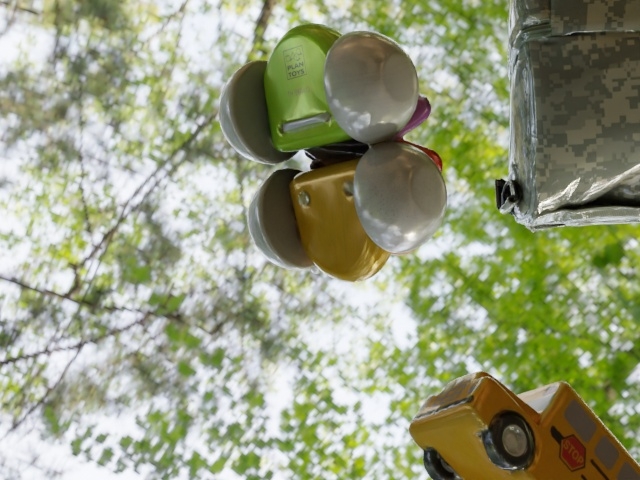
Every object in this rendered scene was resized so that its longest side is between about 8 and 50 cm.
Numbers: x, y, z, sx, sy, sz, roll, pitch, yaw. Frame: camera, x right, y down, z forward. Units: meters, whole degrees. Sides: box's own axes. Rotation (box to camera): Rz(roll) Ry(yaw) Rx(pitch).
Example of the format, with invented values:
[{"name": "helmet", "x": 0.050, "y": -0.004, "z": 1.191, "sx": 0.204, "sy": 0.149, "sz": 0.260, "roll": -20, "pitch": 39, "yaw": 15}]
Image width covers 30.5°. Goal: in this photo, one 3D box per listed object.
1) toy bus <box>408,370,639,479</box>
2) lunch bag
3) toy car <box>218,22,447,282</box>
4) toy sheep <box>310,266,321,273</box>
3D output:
[{"name": "toy bus", "x": 0.239, "y": 0.251, "z": 1.107, "sx": 0.332, "sy": 0.108, "sz": 0.130, "roll": 48, "pitch": -127, "yaw": -7}, {"name": "lunch bag", "x": 0.328, "y": -0.139, "z": 1.165, "sx": 0.305, "sy": 0.212, "sz": 0.256, "roll": -1, "pitch": -110, "yaw": 4}, {"name": "toy car", "x": 0.026, "y": -0.068, "z": 0.834, "sx": 0.136, "sy": 0.159, "sz": 0.182, "roll": -21, "pitch": -82, "yaw": -43}, {"name": "toy sheep", "x": 0.000, "y": 0.000, "z": 1.462, "sx": 0.132, "sy": 0.091, "sz": 0.091, "roll": 29, "pitch": -137, "yaw": 11}]
